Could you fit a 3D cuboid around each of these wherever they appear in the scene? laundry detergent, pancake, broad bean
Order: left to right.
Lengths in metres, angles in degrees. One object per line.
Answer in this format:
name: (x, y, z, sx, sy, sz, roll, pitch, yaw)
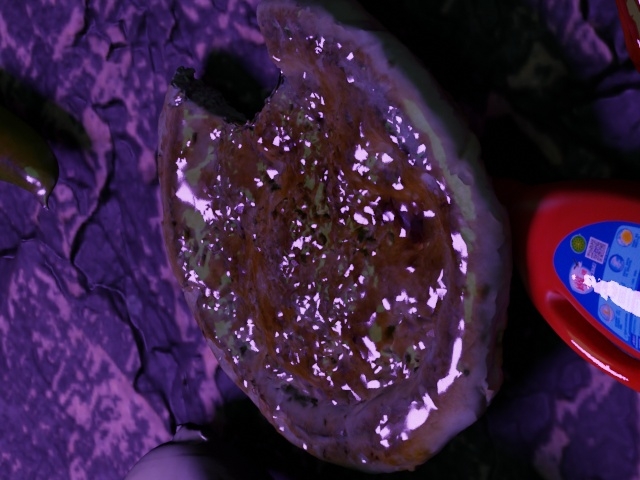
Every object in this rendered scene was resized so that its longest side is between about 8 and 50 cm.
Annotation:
broad bean: (-0.257, -0.093, 1.153, 0.297, 0.043, 0.060, 33, 112, 28)
pancake: (0.000, 0.000, 0.956, 0.254, 0.037, 0.253, 19, 116, 45)
laundry detergent: (0.132, 0.015, 0.877, 0.165, 0.049, 0.097, 26, 120, 34)

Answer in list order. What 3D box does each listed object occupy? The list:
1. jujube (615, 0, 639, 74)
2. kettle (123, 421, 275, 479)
jujube: (0.192, -0.110, 0.711, 0.174, 0.174, 0.250, -6, 104, 39)
kettle: (-0.064, 0.264, 1.024, 0.321, 0.228, 0.324, 55, 132, 53)
